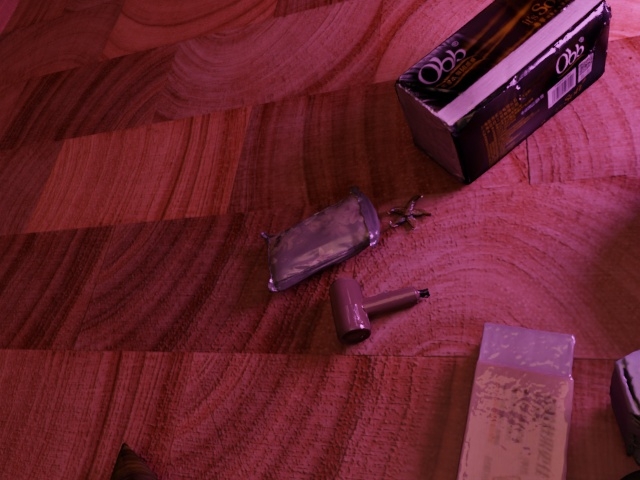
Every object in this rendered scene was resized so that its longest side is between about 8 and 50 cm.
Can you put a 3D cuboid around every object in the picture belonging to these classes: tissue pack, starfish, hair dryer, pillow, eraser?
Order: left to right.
[{"bbox_3d":[0.000,0.000,1.082,0.254,0.059,0.169,-26,54,10],"label":"pillow"},{"bbox_3d":[0.109,0.112,0.973,0.181,0.064,0.117,-15,55,6],"label":"hair dryer"},{"bbox_3d":[0.177,-0.055,1.053,0.091,0.028,0.078,4,69,23],"label":"starfish"},{"bbox_3d":[0.352,-0.309,1.014,0.370,0.210,0.198,-38,50,-2],"label":"tissue pack"},{"bbox_3d":[0.281,0.297,0.771,0.143,0.078,0.344,6,63,26],"label":"eraser"}]

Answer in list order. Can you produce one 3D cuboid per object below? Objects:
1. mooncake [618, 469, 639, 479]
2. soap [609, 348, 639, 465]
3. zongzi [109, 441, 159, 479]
[{"bbox_3d":[0.425,0.371,0.642,0.104,0.168,0.175,-34,85,-10],"label":"mooncake"},{"bbox_3d":[0.608,0.210,0.630,0.445,0.156,0.262,-12,58,18],"label":"soap"},{"bbox_3d":[-0.331,0.591,0.831,0.432,0.207,0.404,22,82,51],"label":"zongzi"}]
